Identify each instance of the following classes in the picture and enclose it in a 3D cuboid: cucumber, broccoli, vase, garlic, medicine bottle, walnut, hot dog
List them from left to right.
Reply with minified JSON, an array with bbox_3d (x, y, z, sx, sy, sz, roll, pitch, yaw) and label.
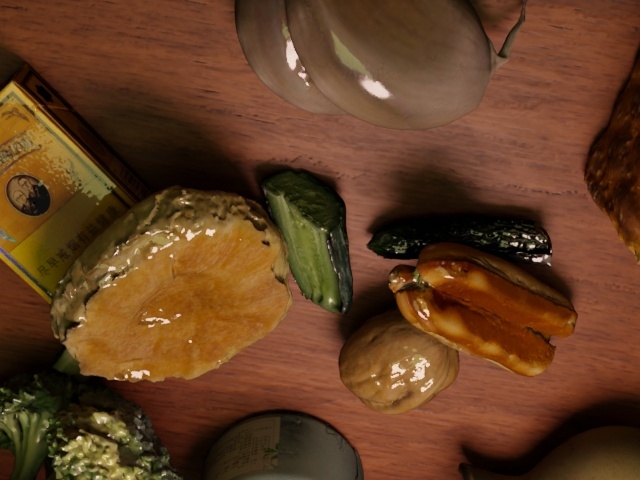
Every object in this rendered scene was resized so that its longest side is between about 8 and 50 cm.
[{"bbox_3d":[-0.331,0.312,1.545,0.375,0.302,0.249,46,119,21],"label":"broccoli"},{"bbox_3d":[-0.322,0.147,1.635,0.107,0.035,0.067,-44,126,16],"label":"cucumber"},{"bbox_3d":[-0.057,0.415,1.622,0.245,0.290,0.245,0,115,0],"label":"medicine bottle"},{"bbox_3d":[0.000,0.000,1.548,0.115,0.085,0.193,15,126,42],"label":"cucumber"},{"bbox_3d":[0.056,-0.243,1.407,0.340,0.231,0.246,22,69,-27],"label":"garlic"},{"bbox_3d":[0.107,0.160,1.592,0.166,0.149,0.166,-8,150,-4],"label":"walnut"},{"bbox_3d":[0.184,-0.002,1.558,0.245,0.067,0.067,4,115,0],"label":"cucumber"},{"bbox_3d":[0.208,0.082,1.527,0.337,0.100,0.135,23,106,-41],"label":"hot dog"},{"bbox_3d":[0.381,0.418,1.689,0.302,0.241,0.329,-14,141,19],"label":"vase"}]

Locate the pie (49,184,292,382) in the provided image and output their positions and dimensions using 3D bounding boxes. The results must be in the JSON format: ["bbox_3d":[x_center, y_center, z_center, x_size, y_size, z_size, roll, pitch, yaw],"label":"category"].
[{"bbox_3d":[-0.182,0.070,1.505,0.339,0.083,0.339,-18,141,-15],"label":"pie"}]

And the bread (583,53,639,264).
[{"bbox_3d":[0.479,-0.113,1.396,0.207,0.279,0.279,18,112,-11],"label":"bread"}]

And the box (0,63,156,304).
[{"bbox_3d":[-0.345,-0.051,1.516,0.193,0.084,0.301,-39,109,14],"label":"box"}]
